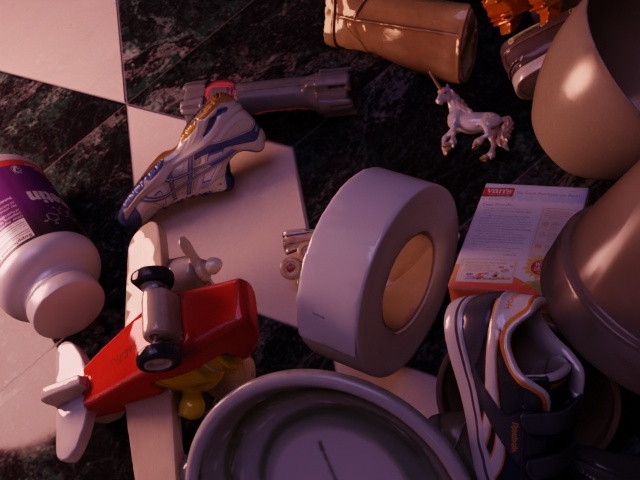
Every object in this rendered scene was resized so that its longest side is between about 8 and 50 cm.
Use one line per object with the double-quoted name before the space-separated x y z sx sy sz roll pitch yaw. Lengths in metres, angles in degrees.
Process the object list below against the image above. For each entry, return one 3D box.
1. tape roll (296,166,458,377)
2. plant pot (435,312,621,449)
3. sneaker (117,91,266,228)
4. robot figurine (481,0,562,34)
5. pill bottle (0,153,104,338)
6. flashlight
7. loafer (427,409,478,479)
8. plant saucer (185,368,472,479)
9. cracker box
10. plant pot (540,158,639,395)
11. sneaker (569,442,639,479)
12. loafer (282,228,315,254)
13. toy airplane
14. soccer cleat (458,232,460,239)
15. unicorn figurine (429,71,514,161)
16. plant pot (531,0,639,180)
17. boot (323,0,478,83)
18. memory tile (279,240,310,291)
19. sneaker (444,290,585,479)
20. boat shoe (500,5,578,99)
"tape roll" 0.085 0.045 1.537 0.100 0.286 0.286 20 71 28
"plant pot" 0.279 0.189 1.459 0.237 0.237 0.110 -5 20 18
"sneaker" -0.216 -0.106 1.842 0.296 0.131 0.112 -44 16 19
"robot figurine" 0.408 -0.429 1.741 0.291 0.085 0.211 -32 14 -21
"pill bottle" -0.487 0.011 1.836 0.181 0.181 0.323 -39 56 -3
"flashlight" -0.083 -0.237 1.878 0.304 0.103 0.103 -3 27 14
"loafer" 0.225 0.324 1.396 0.087 0.094 0.251 -30 84 14
"plant saucer" 0.022 0.336 1.421 0.400 0.400 0.100 -1 18 21
"cracker box" 0.288 0.015 1.562 0.155 0.067 0.232 4 43 23
"plant pot" 0.468 -0.001 1.336 0.323 0.280 0.323 11 41 -9
"sneaker" 0.439 0.309 1.369 0.286 0.109 0.130 21 62 15
"loafer" 0.000 0.000 1.743 0.125 0.045 0.039 -5 80 16
"toy airplane" -0.227 0.196 1.614 0.384 0.272 0.386 27 100 53
"soccer cleat" 0.172 -0.006 1.681 0.083 0.035 0.029 -2 61 20
"unicorn figurine" 0.233 -0.188 1.754 0.162 0.060 0.111 17 68 11
"plant pot" 0.418 -0.195 1.583 0.191 0.284 0.284 -41 46 41
"boot" 0.137 -0.402 1.830 0.269 0.236 0.089 19 36 31
"memory tile" 0.020 0.032 1.702 0.148 0.012 0.113 -43 80 -1
"sneaker" 0.251 0.216 1.315 0.127 0.126 0.321 -14 96 40
"boat shoe" 0.440 -0.336 1.720 0.324 0.116 0.097 -26 59 12
